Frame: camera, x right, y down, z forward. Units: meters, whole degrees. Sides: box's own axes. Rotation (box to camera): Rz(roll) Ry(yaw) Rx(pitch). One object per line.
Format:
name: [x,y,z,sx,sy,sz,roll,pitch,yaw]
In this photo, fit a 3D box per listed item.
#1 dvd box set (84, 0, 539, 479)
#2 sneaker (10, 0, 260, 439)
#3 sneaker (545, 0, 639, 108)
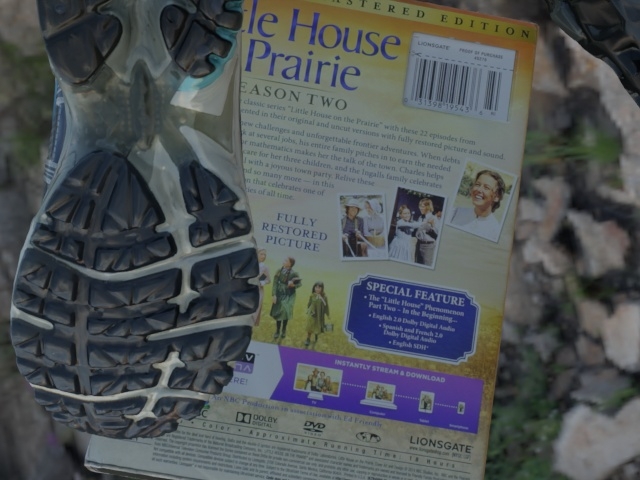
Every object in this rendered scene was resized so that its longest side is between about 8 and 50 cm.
dvd box set: [0.000,0.000,1.160,0.062,0.307,0.420,116,163,-76]
sneaker: [-0.076,-0.044,0.668,0.122,0.110,0.283,-93,11,-69]
sneaker: [0.166,-0.053,0.512,0.267,0.106,0.101,62,165,-4]
